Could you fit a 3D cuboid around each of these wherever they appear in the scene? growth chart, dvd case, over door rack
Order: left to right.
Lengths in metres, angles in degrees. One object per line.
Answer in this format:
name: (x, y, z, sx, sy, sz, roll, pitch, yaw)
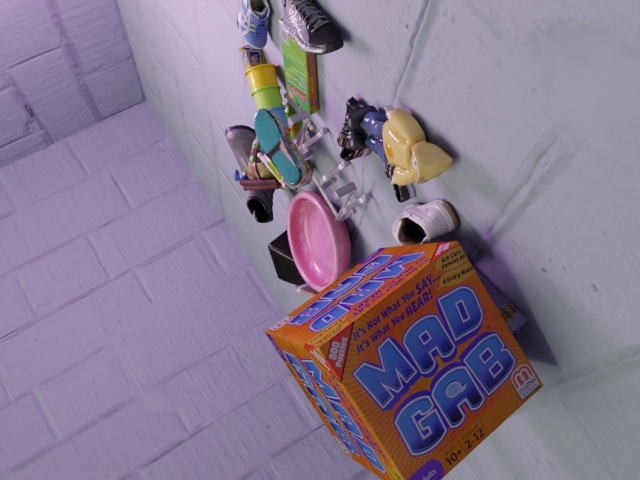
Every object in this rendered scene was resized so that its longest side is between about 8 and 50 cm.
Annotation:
growth chart: (-0.106, -0.298, 1.911, 0.172, 0.021, 0.237, 45, 124, 24)
over door rack: (0.029, -0.193, 1.700, 0.239, 0.108, 0.324, 58, 177, 9)
dvd case: (0.043, 0.182, 2.160, 0.221, 0.164, 0.018, 18, 102, 21)

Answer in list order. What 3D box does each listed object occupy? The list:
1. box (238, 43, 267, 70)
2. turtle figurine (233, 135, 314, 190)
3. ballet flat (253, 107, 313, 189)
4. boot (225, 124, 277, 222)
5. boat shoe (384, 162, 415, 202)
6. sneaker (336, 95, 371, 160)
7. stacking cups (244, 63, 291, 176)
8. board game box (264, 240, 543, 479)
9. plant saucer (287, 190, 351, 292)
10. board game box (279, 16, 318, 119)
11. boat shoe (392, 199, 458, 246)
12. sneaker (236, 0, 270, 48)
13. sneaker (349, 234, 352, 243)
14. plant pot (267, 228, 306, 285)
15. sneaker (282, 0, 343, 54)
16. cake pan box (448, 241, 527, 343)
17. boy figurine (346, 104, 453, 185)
box: (-0.187, -0.502, 1.943, 0.059, 0.054, 0.168, 41, 156, 50)
turtle figurine: (-0.125, -0.263, 2.100, 0.266, 0.275, 0.197, -5, 92, 51)
ballet flat: (-0.095, -0.230, 1.650, 0.077, 0.091, 0.240, -2, -119, -56)
boot: (-0.230, -0.225, 2.251, 0.338, 0.118, 0.222, 54, -150, -49)
boat shoe: (0.172, -0.153, 1.486, 0.142, 0.040, 0.049, 63, 164, -12)
sneaker: (0.076, -0.253, 1.538, 0.072, 0.077, 0.178, 46, 158, 38)
stacking cups: (-0.137, -0.339, 1.859, 0.096, 0.096, 0.316, 174, 83, -73)
board game box: (0.161, 0.251, 1.385, 0.356, 0.356, 0.356, 58, 161, -9)
plant saucer: (0.000, 0.000, 2.086, 0.332, 0.084, 0.332, 39, 136, 50)
board game box: (-0.054, -0.440, 1.681, 0.124, 0.039, 0.259, 52, 160, 28)
boat shoe: (0.210, -0.028, 1.488, 0.098, 0.096, 0.277, 59, 165, 1)
sneaker: (-0.174, -0.588, 1.700, 0.081, 0.080, 0.211, 53, 165, 33)
sneaker: (0.084, 0.007, 2.061, 0.037, 0.032, 0.083, 46, 160, 41)
plant pot: (-0.050, 0.059, 2.326, 0.167, 0.187, 0.188, 30, 149, 36)
sneaker: (-0.033, -0.500, 1.421, 0.228, 0.086, 0.132, 45, 157, 44)
cake pan box: (0.341, 0.163, 1.488, 0.267, 0.070, 0.245, 49, 159, 33)
boy figurine: (0.165, -0.187, 1.353, 0.285, 0.092, 0.177, 44, 147, 49)
